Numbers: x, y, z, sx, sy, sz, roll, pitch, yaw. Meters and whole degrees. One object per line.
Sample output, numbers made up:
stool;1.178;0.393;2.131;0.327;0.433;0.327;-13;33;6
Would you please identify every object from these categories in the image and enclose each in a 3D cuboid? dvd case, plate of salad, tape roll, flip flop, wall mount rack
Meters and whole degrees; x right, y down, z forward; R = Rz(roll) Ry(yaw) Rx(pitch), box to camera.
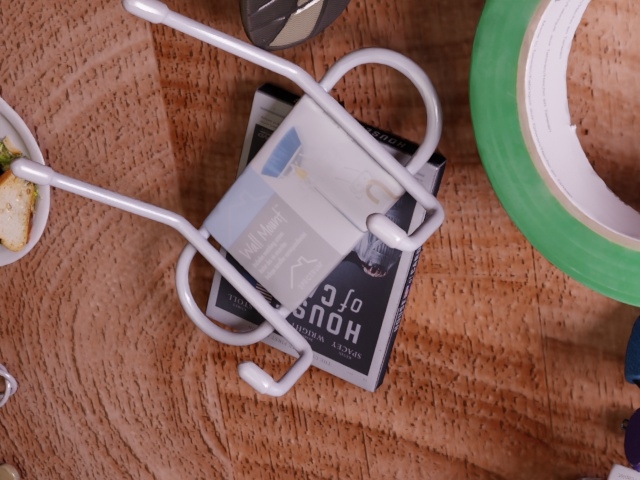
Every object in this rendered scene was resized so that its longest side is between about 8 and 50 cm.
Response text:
dvd case;0.000;0.000;1.499;0.179;0.029;0.239;24;120;16
plate of salad;-0.351;-0.062;1.636;0.200;0.048;0.200;11;117;22
tape roll;0.267;-0.110;1.239;0.321;0.077;0.321;6;101;32
flip flop;-0.034;-0.283;1.351;0.080;0.112;0.277;45;150;52
wall mount rack;-0.074;-0.047;1.420;0.304;0.130;0.350;43;123;4

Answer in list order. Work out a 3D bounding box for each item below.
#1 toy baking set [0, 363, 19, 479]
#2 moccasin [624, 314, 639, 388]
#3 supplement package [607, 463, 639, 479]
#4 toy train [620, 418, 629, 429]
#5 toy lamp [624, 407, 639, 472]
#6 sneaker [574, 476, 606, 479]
toy baking set;-0.402;0.178;1.785;0.196;0.030;0.256;10;116;20
moccasin;0.391;0.060;1.284;0.117;0.138;0.342;39;147;-25
supplement package;0.306;0.312;1.342;0.194;0.149;0.203;13;77;33
toy train;0.325;0.187;1.417;0.158;0.036;0.027;27;118;12
toy lamp;0.362;0.170;1.283;0.274;0.080;0.080;11;122;-14
sneaker;0.243;0.335;1.491;0.094;0.091;0.258;3;113;26
